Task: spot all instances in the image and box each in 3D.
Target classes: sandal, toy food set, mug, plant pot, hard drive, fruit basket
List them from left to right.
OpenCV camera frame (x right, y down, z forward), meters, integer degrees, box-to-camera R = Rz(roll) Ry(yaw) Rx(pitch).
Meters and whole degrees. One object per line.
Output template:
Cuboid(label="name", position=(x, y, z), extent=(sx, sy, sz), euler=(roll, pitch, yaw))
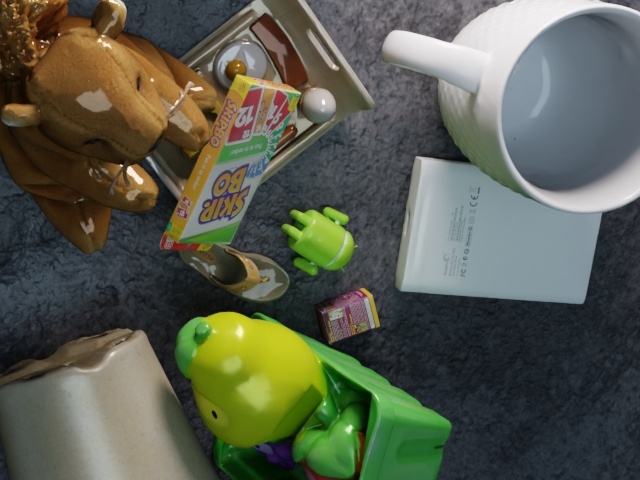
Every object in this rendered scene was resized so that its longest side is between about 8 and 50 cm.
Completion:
Cuboid(label="plant pot", position=(-0.297, 0.296, 1.915), extent=(0.334, 0.334, 0.305), euler=(-19, 98, -12))
Cuboid(label="sandal", position=(-0.125, 0.042, 2.024), extent=(0.180, 0.049, 0.072), euler=(28, 95, -22))
Cuboid(label="toy food set", position=(-0.102, -0.179, 1.950), extent=(0.306, 0.092, 0.219), euler=(-39, 112, -5))
Cuboid(label="fruit basket", position=(-0.054, 0.245, 1.928), extent=(0.392, 0.392, 0.282), euler=(12, 100, -20))
Cuboid(label="hard drive", position=(0.276, -0.013, 2.139), extent=(0.308, 0.040, 0.203), euler=(5, 103, -19))
Cuboid(label="mug", position=(0.262, -0.214, 1.928), extent=(0.374, 0.328, 0.276), euler=(15, 99, -20))

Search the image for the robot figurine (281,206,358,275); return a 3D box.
Cuboid(label="robot figurine", position=(0.000, 0.000, 2.042), extent=(0.115, 0.067, 0.101), euler=(32, 85, -22))

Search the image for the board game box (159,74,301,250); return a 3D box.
Cuboid(label="board game box", position=(-0.122, -0.094, 1.883), extent=(0.124, 0.039, 0.259), euler=(2, 120, -59))

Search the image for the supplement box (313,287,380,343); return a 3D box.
Cuboid(label="supplement box", position=(0.040, 0.113, 2.097), extent=(0.083, 0.043, 0.055), euler=(-18, 109, -13))

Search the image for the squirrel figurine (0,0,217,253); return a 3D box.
Cuboid(label="squirrel figurine", position=(-0.323, -0.201, 1.701), extent=(0.281, 0.370, 0.397), euler=(-44, 93, -3))
